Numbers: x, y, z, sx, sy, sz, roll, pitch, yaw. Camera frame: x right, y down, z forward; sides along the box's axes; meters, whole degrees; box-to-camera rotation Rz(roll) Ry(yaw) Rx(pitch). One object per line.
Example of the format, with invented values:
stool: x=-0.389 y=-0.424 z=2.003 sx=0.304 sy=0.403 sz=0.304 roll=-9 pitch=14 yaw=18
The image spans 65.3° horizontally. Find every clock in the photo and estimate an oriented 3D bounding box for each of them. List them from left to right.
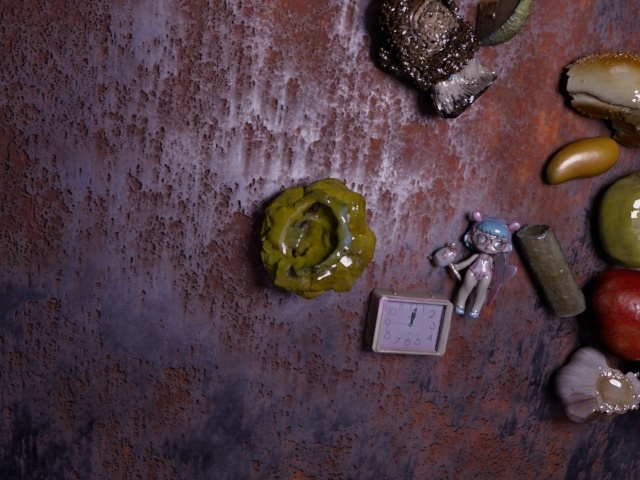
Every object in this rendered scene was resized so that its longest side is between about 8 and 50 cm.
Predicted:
clock: x=0.215 y=0.200 z=1.228 sx=0.192 sy=0.071 sz=0.146 roll=7 pitch=100 yaw=-12

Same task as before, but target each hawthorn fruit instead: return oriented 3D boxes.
hawthorn fruit: x=0.793 y=0.186 z=1.215 sx=0.211 sy=0.266 sz=0.229 roll=-3 pitch=93 yaw=-36

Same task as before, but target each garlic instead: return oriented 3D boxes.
garlic: x=0.760 y=0.392 z=1.313 sx=0.257 sy=0.207 sz=0.206 roll=8 pitch=99 yaw=-17

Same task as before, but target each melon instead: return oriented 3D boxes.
melon: x=0.395 y=-0.478 z=1.075 sx=0.054 sy=0.182 sz=0.097 roll=-7 pitch=106 yaw=-11

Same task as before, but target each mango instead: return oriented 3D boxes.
mango: x=0.640 y=-0.197 z=1.231 sx=0.184 sy=0.085 sz=0.102 roll=-19 pitch=108 yaw=3

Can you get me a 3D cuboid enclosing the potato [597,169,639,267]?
potato: x=0.793 y=-0.055 z=1.253 sx=0.197 sy=0.148 sz=0.228 roll=-22 pitch=103 yaw=7

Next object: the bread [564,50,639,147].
bread: x=0.738 y=-0.336 z=1.164 sx=0.314 sy=0.192 sz=0.171 roll=26 pitch=96 yaw=-15

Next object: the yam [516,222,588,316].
yam: x=0.585 y=0.072 z=1.268 sx=0.093 sy=0.093 sz=0.259 roll=-32 pitch=106 yaw=-4

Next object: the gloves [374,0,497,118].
gloves: x=0.241 y=-0.412 z=1.078 sx=0.210 sy=0.135 sz=0.312 roll=-35 pitch=105 yaw=-3

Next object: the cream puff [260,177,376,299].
cream puff: x=-0.002 y=0.001 z=1.089 sx=0.282 sy=0.185 sz=0.281 roll=-3 pitch=103 yaw=-14

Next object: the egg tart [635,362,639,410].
egg tart: x=0.912 y=0.365 z=1.308 sx=0.150 sy=0.352 sz=0.351 roll=6 pitch=102 yaw=26

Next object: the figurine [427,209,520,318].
figurine: x=0.373 y=0.056 z=1.230 sx=0.206 sy=0.103 sz=0.259 roll=17 pitch=101 yaw=22
